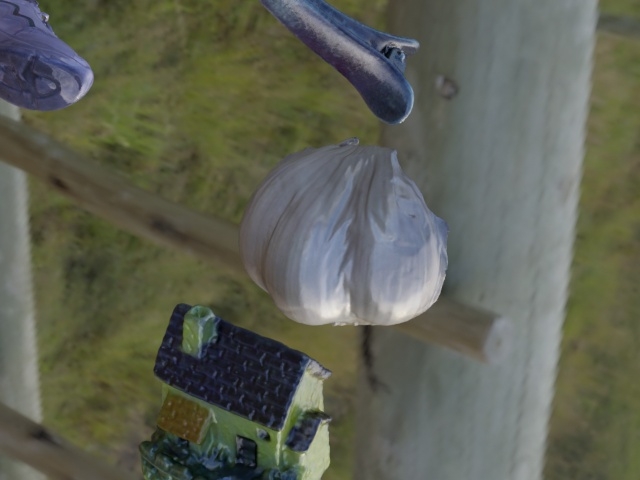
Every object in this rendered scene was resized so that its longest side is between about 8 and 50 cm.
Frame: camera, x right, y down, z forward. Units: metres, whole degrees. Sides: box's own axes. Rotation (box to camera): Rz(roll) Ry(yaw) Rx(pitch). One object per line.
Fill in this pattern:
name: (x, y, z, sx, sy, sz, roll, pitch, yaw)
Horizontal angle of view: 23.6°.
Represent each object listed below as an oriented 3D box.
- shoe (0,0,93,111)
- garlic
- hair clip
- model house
shoe: (-0.382, -0.253, 1.955, 0.137, 0.245, 0.095, -56, 157, -37)
garlic: (0.000, 0.000, 1.458, 0.142, 0.229, 0.178, -14, 111, -37)
hair clip: (-0.016, -0.198, 1.230, 0.275, 0.048, 0.083, 37, 50, -36)
model house: (-0.094, 0.185, 1.727, 0.170, 0.194, 0.211, -43, 144, -44)
